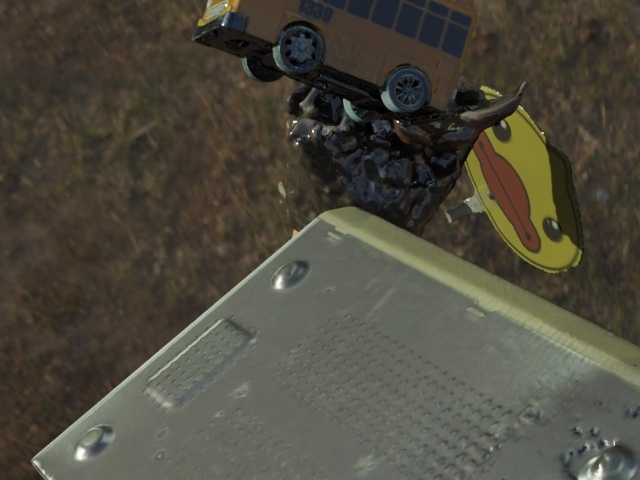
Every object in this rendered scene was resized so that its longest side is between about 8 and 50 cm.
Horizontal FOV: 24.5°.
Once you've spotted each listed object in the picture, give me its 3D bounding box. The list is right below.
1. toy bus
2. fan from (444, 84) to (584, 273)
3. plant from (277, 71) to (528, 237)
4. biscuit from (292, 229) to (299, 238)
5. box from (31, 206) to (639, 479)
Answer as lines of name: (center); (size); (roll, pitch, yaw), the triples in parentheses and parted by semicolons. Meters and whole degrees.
toy bus: (0.012, -0.169, 1.162); (0.201, 0.098, 0.114); (20, 83, -20)
fan: (0.209, -0.060, 1.690); (0.011, 0.335, 0.229); (-26, 90, -21)
plant: (0.060, -0.095, 1.488); (0.204, 0.234, 0.178); (30, 46, 5)
biscuit: (0.000, 0.000, 1.783); (0.052, 0.056, 0.188); (-18, 55, 51)
box: (0.011, 0.090, 0.569); (0.211, 0.045, 0.270); (-40, 34, -13)
